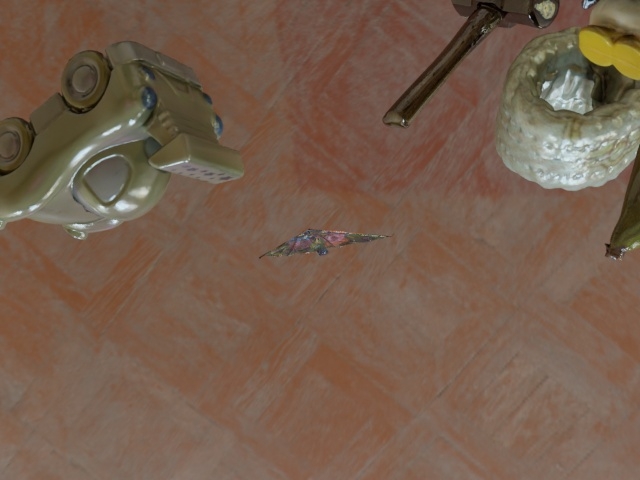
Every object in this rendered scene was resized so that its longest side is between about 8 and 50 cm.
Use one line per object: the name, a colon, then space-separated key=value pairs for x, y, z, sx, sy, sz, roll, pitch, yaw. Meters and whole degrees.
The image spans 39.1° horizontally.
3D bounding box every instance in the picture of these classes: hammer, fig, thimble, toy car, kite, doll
hammer: x=0.274 y=-0.384 z=1.824 sx=0.409 sy=0.242 sz=0.095 roll=-48 pitch=126 yaw=-9
fig: x=0.355 y=-0.062 z=0.901 sx=0.185 sy=0.126 sz=0.133 roll=-40 pitch=97 yaw=24
thimble: x=0.475 y=-0.240 z=1.667 sx=0.291 sy=0.292 sz=0.195 roll=9 pitch=143 yaw=9
toy car: x=-0.311 y=-0.108 z=1.329 sx=0.336 sy=0.242 sz=0.226 roll=-36 pitch=73 yaw=17
kite: x=0.000 y=0.000 z=2.011 sx=0.321 sy=0.234 sz=0.016 roll=-11 pitch=73 yaw=8
doll: x=0.424 y=-0.318 z=1.023 sx=0.177 sy=0.141 sz=0.314 roll=33 pitch=76 yaw=35
